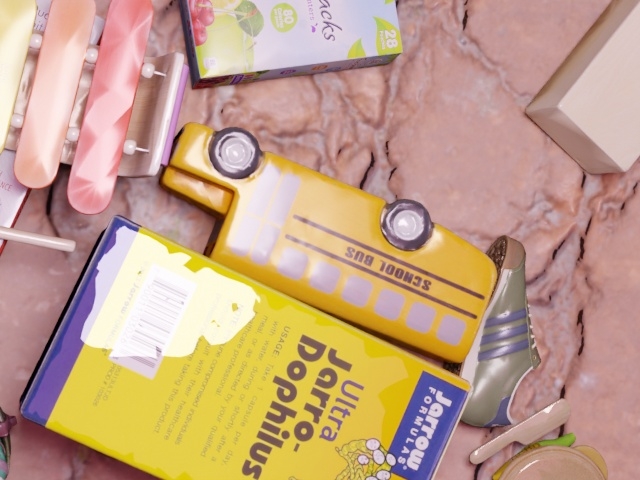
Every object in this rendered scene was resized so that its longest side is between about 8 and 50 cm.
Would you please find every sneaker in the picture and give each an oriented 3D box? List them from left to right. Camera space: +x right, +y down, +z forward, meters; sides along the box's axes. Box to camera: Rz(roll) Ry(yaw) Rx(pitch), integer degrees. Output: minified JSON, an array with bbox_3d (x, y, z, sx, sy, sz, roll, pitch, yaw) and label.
[{"bbox_3d":[0.185,0.098,1.500,0.086,0.064,0.192,23,82,-17],"label":"sneaker"}]

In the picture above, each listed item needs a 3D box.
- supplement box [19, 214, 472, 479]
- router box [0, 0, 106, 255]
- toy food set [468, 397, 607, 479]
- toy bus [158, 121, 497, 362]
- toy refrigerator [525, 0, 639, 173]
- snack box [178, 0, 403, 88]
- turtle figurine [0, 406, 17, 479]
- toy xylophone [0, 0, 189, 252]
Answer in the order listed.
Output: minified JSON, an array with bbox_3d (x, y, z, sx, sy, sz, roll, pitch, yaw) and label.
[{"bbox_3d":[-0.076,0.143,1.375,0.356,0.194,0.195,26,82,-8],"label":"supplement box"},{"bbox_3d":[-0.413,-0.138,1.384,0.335,0.082,0.301,24,82,-8],"label":"router box"},{"bbox_3d":[0.236,0.265,1.513,0.132,0.038,0.192,-28,97,-4],"label":"toy food set"},{"bbox_3d":[0.000,0.000,1.444,0.332,0.108,0.130,22,84,-9],"label":"toy bus"},{"bbox_3d":[0.338,-0.202,1.531,0.102,0.094,0.269,41,81,-13],"label":"toy refrigerator"},{"bbox_3d":[-0.036,-0.251,1.471,0.207,0.070,0.174,-9,88,-13],"label":"snack box"},{"bbox_3d":[-0.339,0.179,1.367,0.175,0.118,0.234,-1,102,31],"label":"turtle figurine"},{"bbox_3d":[-0.284,-0.115,1.324,0.322,0.081,0.236,6,86,-10],"label":"toy xylophone"}]
